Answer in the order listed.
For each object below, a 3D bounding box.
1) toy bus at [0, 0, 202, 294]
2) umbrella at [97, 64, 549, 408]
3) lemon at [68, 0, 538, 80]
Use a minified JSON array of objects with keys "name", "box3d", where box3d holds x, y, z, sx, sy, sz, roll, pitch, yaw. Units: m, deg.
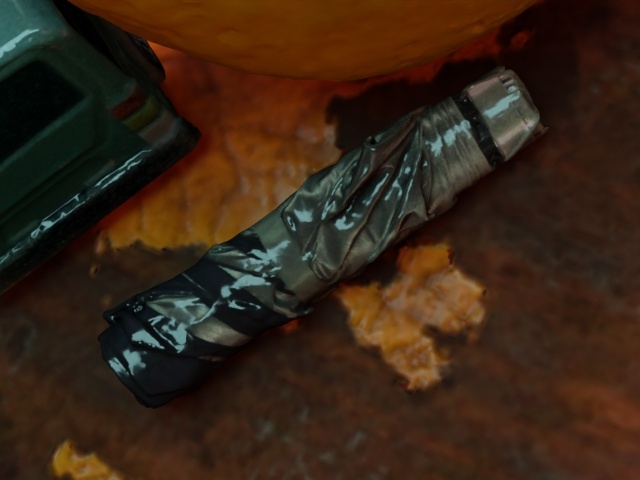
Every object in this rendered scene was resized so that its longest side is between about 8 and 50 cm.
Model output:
[{"name":"toy bus","box3d":[-0.175,-0.117,0.610,0.128,0.147,0.256,-36,66,5]},{"name":"umbrella","box3d":[0.000,0.000,0.563,0.188,0.050,0.046,-33,88,9]},{"name":"lemon","box3d":[-0.018,-0.180,0.486,0.245,0.320,0.245,-12,73,42]}]
